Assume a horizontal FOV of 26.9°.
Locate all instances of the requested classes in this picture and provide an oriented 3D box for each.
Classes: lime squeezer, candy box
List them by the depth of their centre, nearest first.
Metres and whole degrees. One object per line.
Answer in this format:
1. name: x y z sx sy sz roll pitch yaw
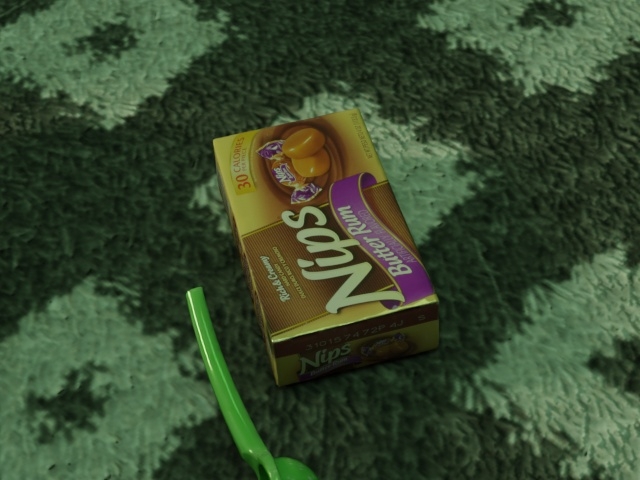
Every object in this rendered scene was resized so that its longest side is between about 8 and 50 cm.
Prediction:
1. lime squeezer: 0.014 0.142 0.742 0.310 0.059 0.110 33 79 19
2. candy box: 0.000 0.000 0.890 0.109 0.053 0.187 -13 48 -7
